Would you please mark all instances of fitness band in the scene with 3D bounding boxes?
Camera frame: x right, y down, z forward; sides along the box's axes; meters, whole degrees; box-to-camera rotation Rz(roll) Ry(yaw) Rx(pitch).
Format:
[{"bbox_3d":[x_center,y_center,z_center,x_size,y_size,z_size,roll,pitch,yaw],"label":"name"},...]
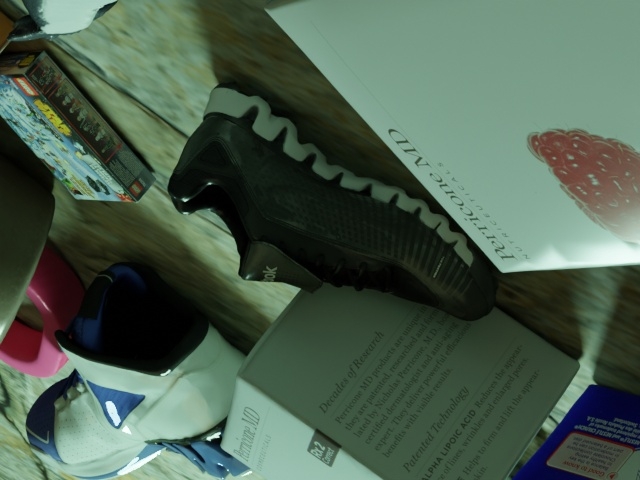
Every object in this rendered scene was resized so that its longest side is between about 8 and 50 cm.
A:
[{"bbox_3d":[-0.316,0.038,1.853,0.209,0.054,0.291,36,158,3],"label":"fitness band"}]

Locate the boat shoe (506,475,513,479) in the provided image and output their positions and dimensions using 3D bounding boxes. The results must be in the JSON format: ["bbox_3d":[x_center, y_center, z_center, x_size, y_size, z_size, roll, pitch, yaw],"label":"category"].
[{"bbox_3d":[0.105,0.198,1.539,0.285,0.089,0.104,26,128,20],"label":"boat shoe"}]

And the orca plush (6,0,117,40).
[{"bbox_3d":[-0.114,-0.199,1.135,0.151,0.102,0.287,-3,172,-9],"label":"orca plush"}]

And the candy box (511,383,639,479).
[{"bbox_3d":[0.292,0.271,1.290,0.268,0.122,0.317,12,137,45],"label":"candy box"}]

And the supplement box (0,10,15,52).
[{"bbox_3d":[-0.333,-0.199,1.413,0.233,0.080,0.078,42,155,-14],"label":"supplement box"}]

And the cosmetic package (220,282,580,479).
[{"bbox_3d":[0.050,0.114,1.354,0.184,0.151,0.151,34,155,9],"label":"cosmetic package"}]

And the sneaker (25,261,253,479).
[{"bbox_3d":[-0.164,0.103,1.696,0.315,0.127,0.182,-8,126,50],"label":"sneaker"}]

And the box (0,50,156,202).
[{"bbox_3d":[-0.196,-0.085,1.490,0.094,0.027,0.137,5,141,53],"label":"box"}]

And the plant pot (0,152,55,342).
[{"bbox_3d":[-0.346,-0.016,1.608,0.229,0.263,0.263,22,159,-12],"label":"plant pot"}]

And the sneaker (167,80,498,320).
[{"bbox_3d":[0.000,0.000,1.273,0.234,0.106,0.078,34,157,8],"label":"sneaker"}]

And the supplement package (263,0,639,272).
[{"bbox_3d":[0.152,-0.109,0.776,0.177,0.175,0.293,46,155,-21],"label":"supplement package"}]
